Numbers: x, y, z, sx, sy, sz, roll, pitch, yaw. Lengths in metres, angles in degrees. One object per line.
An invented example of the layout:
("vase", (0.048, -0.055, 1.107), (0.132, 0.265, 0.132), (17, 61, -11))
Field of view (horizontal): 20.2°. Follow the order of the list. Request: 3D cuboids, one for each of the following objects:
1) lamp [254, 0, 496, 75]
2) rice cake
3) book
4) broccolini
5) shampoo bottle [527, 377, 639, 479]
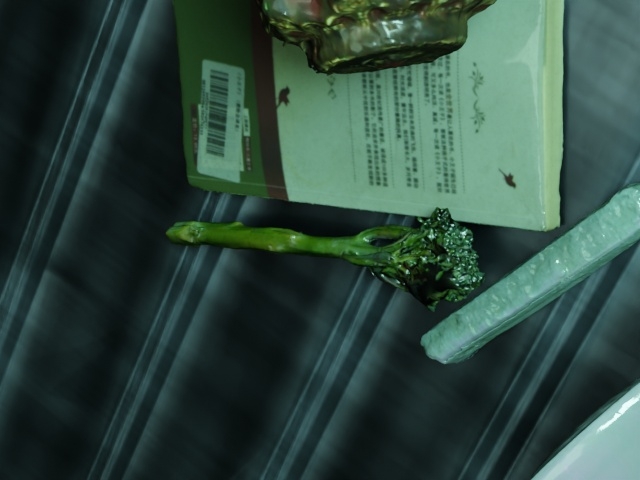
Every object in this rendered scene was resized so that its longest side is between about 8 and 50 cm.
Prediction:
("lamp", (0.024, -0.239, 1.071), (0.177, 0.177, 0.274), (-8, 87, 32))
("rice cake", (0.146, 0.025, 1.184), (0.207, 0.033, 0.033), (-39, 74, 35))
("book", (0.026, -0.115, 1.213), (0.289, 0.026, 0.201), (9, 110, 28))
("broccolini", (0.005, 0.001, 1.261), (0.254, 0.057, 0.071), (10, 92, 37))
("shampoo bottle", (0.246, 0.204, 1.039), (0.266, 0.273, 0.273), (48, 123, 19))
